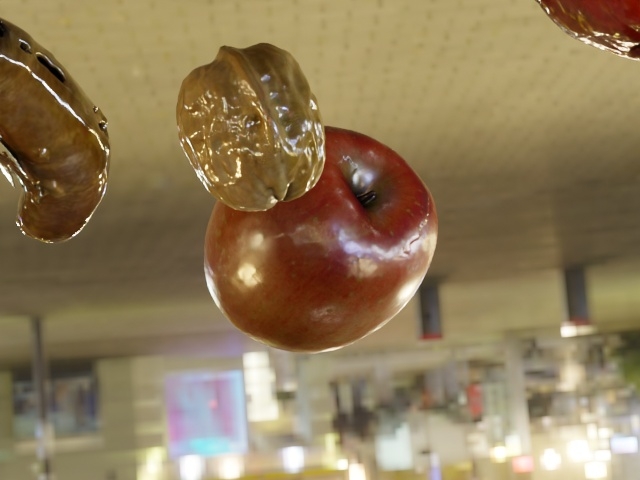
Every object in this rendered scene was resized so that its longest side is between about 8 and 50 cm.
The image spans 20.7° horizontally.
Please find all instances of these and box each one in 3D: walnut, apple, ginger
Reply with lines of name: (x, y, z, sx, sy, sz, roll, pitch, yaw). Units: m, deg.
walnut: (-0.040, -0.065, 0.993, 0.079, 0.096, 0.082, -20, -178, -13)
apple: (0.000, 0.000, 1.436, 0.181, 0.181, 0.168, -1, 146, -29)
ginger: (-0.255, -0.101, 1.404, 0.107, 0.133, 0.309, 17, 167, 35)

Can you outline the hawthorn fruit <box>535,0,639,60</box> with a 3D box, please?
hawthorn fruit: (0.176, -0.153, 0.807, 0.173, 0.173, 0.179, -1, -160, -31)
